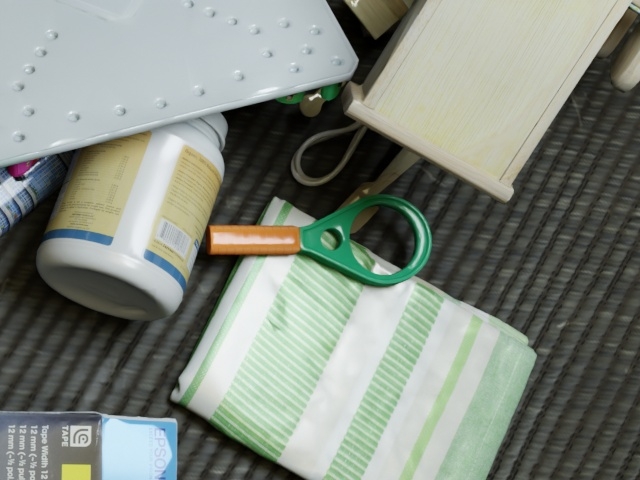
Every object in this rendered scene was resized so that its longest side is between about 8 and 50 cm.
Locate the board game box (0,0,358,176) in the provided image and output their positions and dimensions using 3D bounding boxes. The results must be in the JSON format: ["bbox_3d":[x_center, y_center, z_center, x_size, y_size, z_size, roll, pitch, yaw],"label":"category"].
[{"bbox_3d":[-0.216,-0.245,1.841,0.390,0.050,0.390,-16,58,-20],"label":"board game box"}]

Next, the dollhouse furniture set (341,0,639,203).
[{"bbox_3d":[0.153,-0.239,1.845,0.362,0.394,0.256,29,106,-12],"label":"dollhouse furniture set"}]

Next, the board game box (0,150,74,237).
[{"bbox_3d":[-0.328,-0.115,1.853,0.194,0.060,0.194,-43,93,-20],"label":"board game box"}]

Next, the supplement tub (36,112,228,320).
[{"bbox_3d":[-0.175,-0.038,1.834,0.144,0.144,0.199,22,68,-11],"label":"supplement tub"}]

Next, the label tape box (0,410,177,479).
[{"bbox_3d":[-0.310,0.282,1.740,0.348,0.115,0.249,3,77,-16],"label":"label tape box"}]

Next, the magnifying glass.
[{"bbox_3d":[0.000,0.000,1.909,0.231,0.026,0.092,0,80,-19],"label":"magnifying glass"}]

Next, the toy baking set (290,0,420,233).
[{"bbox_3d":[0.050,-0.146,1.970,0.197,0.030,0.256,-17,99,-12],"label":"toy baking set"}]

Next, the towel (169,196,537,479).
[{"bbox_3d":[0.039,0.134,1.926,0.325,0.038,0.248,30,72,-10],"label":"towel"}]

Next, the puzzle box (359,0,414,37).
[{"bbox_3d":[0.126,-0.433,2.066,0.272,0.052,0.409,-10,82,-19],"label":"puzzle box"}]
